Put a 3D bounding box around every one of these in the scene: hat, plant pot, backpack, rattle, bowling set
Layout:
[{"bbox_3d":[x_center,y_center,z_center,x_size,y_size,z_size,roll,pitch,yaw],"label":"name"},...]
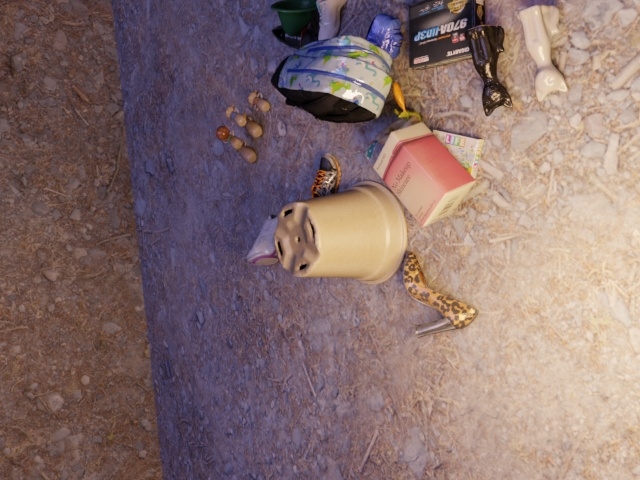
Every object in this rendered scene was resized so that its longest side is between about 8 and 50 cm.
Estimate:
[{"bbox_3d":[-0.081,-0.701,1.966,0.173,0.208,0.184,18,130,29],"label":"hat"},{"bbox_3d":[0.040,-0.012,1.779,0.333,0.305,0.334,10,102,50],"label":"plant pot"},{"bbox_3d":[0.053,-0.453,1.678,0.273,0.290,0.355,-59,25,14],"label":"backpack"},{"bbox_3d":[0.175,-0.336,1.672,0.199,0.142,0.130,-19,45,42],"label":"rattle"},{"bbox_3d":[-0.335,-0.454,2.274,0.154,0.199,0.287,42,121,41],"label":"bowling set"},{"bbox_3d":[0.190,-0.591,1.691,0.101,0.098,0.120,25,117,15],"label":"backpack"}]

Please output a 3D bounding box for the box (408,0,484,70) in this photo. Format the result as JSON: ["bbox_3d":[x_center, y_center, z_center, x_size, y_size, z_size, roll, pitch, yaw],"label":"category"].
[{"bbox_3d":[0.333,-0.562,1.551,0.220,0.051,0.175,5,99,50],"label":"box"}]

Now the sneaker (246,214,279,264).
[{"bbox_3d":[-0.185,-0.006,2.230,0.305,0.114,0.152,-37,52,42],"label":"sneaker"}]

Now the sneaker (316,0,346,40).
[{"bbox_3d":[0.020,-0.739,1.877,0.080,0.094,0.212,45,127,36],"label":"sneaker"}]

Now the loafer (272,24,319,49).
[{"bbox_3d":[-0.088,-0.703,2.024,0.223,0.078,0.076,35,121,43],"label":"loafer"}]

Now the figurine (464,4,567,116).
[{"bbox_3d":[0.466,-0.420,1.375,0.214,0.092,0.210,-9,96,39],"label":"figurine"}]

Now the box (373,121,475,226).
[{"bbox_3d":[0.275,-0.179,1.569,0.232,0.126,0.149,53,145,21],"label":"box"}]

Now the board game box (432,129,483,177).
[{"bbox_3d":[0.362,-0.236,1.576,0.154,0.026,0.104,25,113,46],"label":"board game box"}]

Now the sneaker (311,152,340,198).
[{"bbox_3d":[0.010,-0.187,1.968,0.084,0.083,0.215,14,104,51],"label":"sneaker"}]

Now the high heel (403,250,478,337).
[{"bbox_3d":[0.337,0.131,1.639,0.186,0.093,0.261,-20,65,27],"label":"high heel"}]
